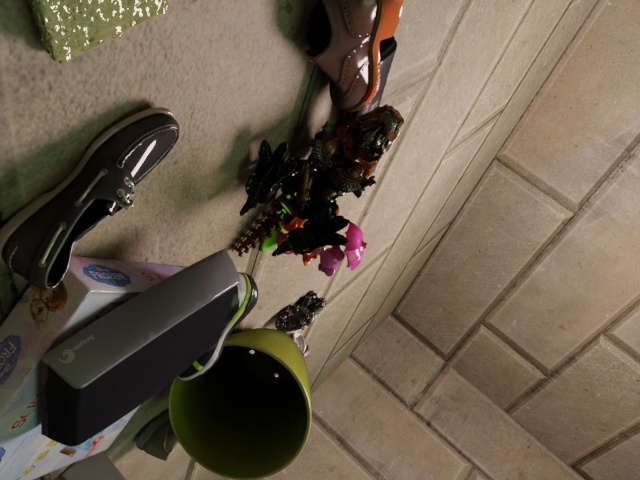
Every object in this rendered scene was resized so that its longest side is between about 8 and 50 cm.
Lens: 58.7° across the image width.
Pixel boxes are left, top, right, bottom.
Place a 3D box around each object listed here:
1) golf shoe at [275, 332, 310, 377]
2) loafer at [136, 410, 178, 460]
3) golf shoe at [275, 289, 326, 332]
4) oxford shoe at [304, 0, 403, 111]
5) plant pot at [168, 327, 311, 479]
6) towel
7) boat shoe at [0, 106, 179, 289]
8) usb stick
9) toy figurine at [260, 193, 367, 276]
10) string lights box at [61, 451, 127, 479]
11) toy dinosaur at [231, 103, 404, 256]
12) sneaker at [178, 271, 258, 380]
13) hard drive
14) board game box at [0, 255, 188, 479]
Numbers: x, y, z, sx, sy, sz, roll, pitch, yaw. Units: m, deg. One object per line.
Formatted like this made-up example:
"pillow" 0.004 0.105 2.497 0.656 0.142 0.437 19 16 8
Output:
"golf shoe" -0.145 0.362 1.590 0.273 0.105 0.120 -50 150 -22
"loafer" -0.286 0.400 1.259 0.251 0.087 0.094 -32 156 -48
"golf shoe" -0.057 0.208 1.476 0.198 0.077 0.094 -25 151 -55
"oxford shoe" 0.023 -0.241 0.697 0.098 0.097 0.271 -13 163 -8
"plant pot" -0.132 0.297 1.199 0.275 0.274 0.293 -54 179 13
"towel" -0.152 -0.194 0.379 0.110 0.027 0.148 -41 163 -27
"boat shoe" -0.200 -0.039 0.532 0.206 0.065 0.075 -46 164 -15
"usb stick" 0.065 -0.207 0.911 0.077 0.045 0.278 -53 168 -29
"toy figurine" 0.000 0.000 1.000 0.173 0.159 0.130 -54 164 17
"string lights box" -0.402 0.500 1.083 0.076 0.133 0.260 -38 161 -33
"toy dinosaur" -0.008 -0.071 0.855 0.322 0.164 0.218 -61 176 23
"sneaker" -0.201 0.135 0.957 0.097 0.084 0.235 19 111 -48
"hard drive" -0.202 0.125 0.676 0.254 0.054 0.172 -35 157 -46
"board game box" -0.300 0.168 0.726 0.319 0.066 0.318 -52 165 5
